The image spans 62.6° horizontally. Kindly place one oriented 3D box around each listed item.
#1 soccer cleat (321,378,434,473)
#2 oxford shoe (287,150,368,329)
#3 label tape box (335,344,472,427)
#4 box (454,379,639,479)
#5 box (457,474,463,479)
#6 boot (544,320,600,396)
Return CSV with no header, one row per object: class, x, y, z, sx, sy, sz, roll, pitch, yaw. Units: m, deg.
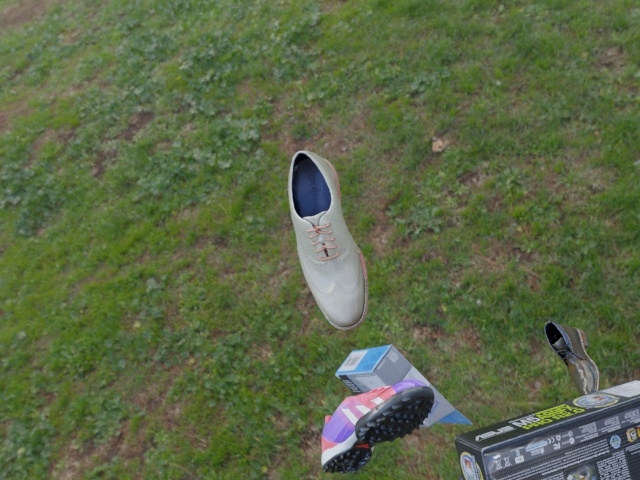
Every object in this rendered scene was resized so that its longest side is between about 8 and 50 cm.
soccer cleat,0.086,0.312,0.946,0.109,0.318,0.116,12,45,-22
oxford shoe,0.000,0.000,1.119,0.141,0.146,0.396,-19,81,10
label tape box,0.233,0.459,1.525,0.106,0.333,0.241,-48,7,-27
box,0.303,0.299,0.596,0.270,0.060,0.216,-11,87,-16
box,0.550,0.795,1.564,0.143,0.165,0.270,-45,19,-19
boot,0.632,0.302,1.338,0.106,0.082,0.219,24,40,-12
